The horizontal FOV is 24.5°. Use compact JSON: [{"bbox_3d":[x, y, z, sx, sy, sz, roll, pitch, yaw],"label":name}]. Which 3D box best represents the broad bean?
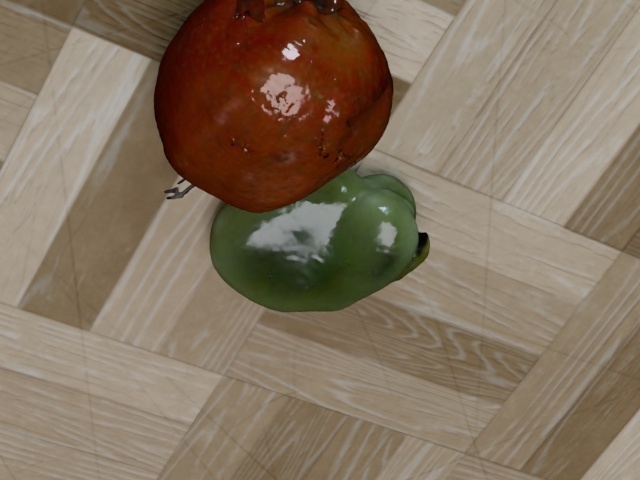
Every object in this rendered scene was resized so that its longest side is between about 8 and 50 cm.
[{"bbox_3d":[0.000,0.000,1.534,0.228,0.100,0.169,9,116,-2],"label":"broad bean"}]

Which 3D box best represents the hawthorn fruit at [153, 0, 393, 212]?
[{"bbox_3d":[-0.063,-0.118,1.376,0.211,0.211,0.299,23,131,-24],"label":"hawthorn fruit"}]
